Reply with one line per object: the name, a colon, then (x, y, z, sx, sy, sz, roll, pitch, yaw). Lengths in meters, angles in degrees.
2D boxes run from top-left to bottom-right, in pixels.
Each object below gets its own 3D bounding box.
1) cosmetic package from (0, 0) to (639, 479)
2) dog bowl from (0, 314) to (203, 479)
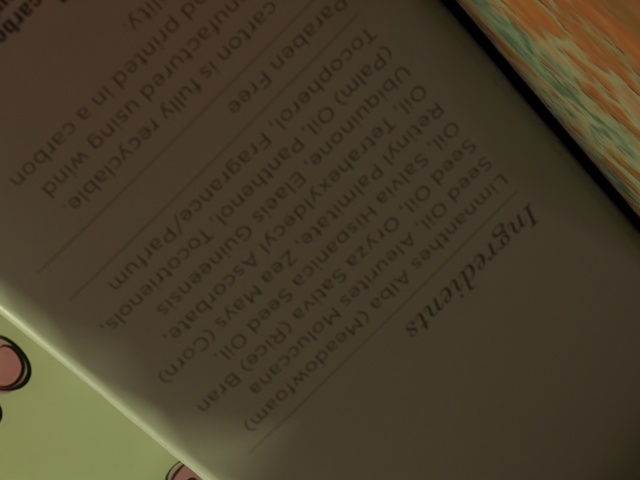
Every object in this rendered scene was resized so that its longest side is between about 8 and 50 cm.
cosmetic package: (0.000, 0.000, 0.697, 0.453, 0.161, 0.230, 44, -178, -32)
dog bowl: (-0.121, -0.013, 0.988, 0.408, 0.150, 0.408, 35, -161, -14)
